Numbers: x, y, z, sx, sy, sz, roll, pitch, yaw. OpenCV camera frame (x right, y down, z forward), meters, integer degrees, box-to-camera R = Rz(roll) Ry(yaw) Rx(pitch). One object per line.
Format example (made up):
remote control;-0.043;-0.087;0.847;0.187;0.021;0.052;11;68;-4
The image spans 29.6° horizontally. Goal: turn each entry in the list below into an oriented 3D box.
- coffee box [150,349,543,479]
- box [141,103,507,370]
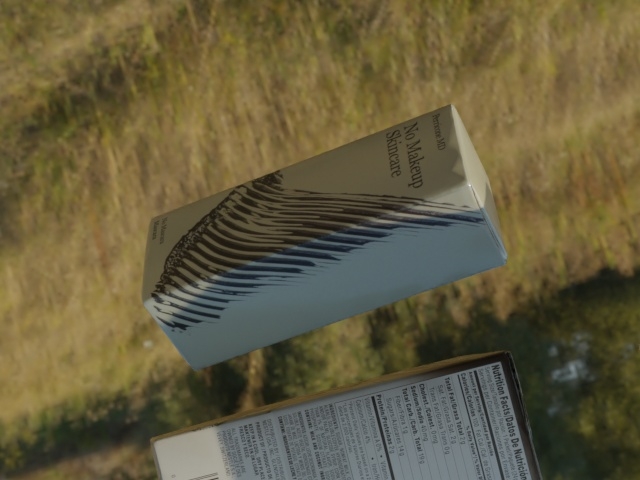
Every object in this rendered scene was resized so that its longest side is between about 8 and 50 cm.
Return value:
coffee box;0.015;0.185;1.022;0.297;0.118;0.168;-13;174;-11
box;0.000;0.000;0.968;0.275;0.113;0.094;-21;129;13
